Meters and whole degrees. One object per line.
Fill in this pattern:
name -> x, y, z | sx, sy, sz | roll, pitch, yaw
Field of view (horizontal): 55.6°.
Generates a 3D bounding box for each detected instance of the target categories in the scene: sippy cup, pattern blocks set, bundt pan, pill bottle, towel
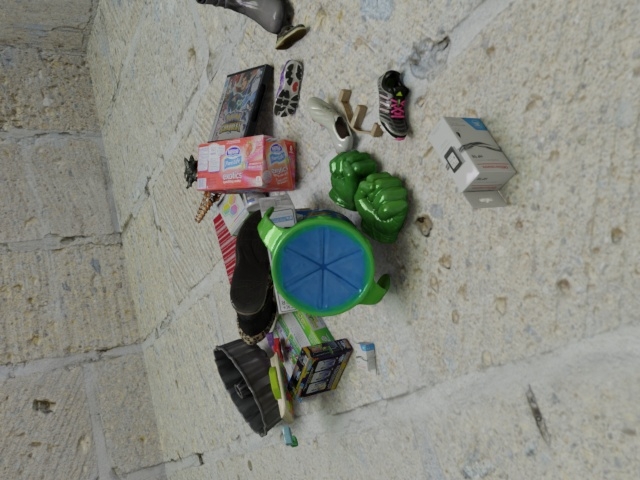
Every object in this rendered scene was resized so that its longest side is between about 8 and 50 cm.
sippy cup -> 0.010, 0.031, 1.447 | 0.224, 0.240, 0.305 | -83, -30, -72
pattern blocks set -> -0.106, 0.418, 1.715 | 0.285, 0.026, 0.324 | 75, -178, -73
bundt pan -> -0.215, 0.463, 1.973 | 0.331, 0.124, 0.330 | 42, 147, 37
pill bottle -> -0.223, -0.171, 1.984 | 0.078, 0.078, 0.137 | -37, 64, 54
towel -> -0.312, 0.005, 2.196 | 0.199, 0.031, 0.274 | -35, 68, 52

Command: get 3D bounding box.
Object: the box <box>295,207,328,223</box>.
box -> 0.000, 0.000, 1.628 | 0.042, 0.109, 0.178 | -20, 79, 60

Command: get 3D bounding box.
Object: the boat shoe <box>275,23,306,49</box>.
boat shoe -> -0.091, -0.589, 1.731 | 0.152, 0.056, 0.049 | -10, 92, 58

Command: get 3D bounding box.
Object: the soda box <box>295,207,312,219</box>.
soda box -> -0.033, -0.005, 1.728 | 0.181, 0.058, 0.061 | 64, 143, 28

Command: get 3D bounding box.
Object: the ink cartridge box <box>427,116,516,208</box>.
ink cartridge box -> 0.294, -0.150, 1.148 | 0.060, 0.104, 0.180 | -55, 50, 44

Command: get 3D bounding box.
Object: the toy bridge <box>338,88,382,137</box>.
toy bridge -> 0.094, -0.307, 1.511 | 0.188, 0.026, 0.063 | 54, 138, 39

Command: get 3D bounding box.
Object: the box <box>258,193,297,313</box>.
box -> -0.099, 0.034, 1.646 | 0.169, 0.087, 0.289 | -117, 17, -70

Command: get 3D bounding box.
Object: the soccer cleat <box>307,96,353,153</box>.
soccer cleat -> 0.031, -0.311, 1.570 | 0.196, 0.068, 0.076 | 59, 153, 23

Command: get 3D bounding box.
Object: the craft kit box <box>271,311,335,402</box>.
craft kit box -> -0.059, 0.312, 1.823 | 0.249, 0.061, 0.246 | 56, 141, 37

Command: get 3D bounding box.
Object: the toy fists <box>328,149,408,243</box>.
toy fists -> 0.108, -0.118, 1.455 | 0.279, 0.096, 0.142 | 49, 132, 45

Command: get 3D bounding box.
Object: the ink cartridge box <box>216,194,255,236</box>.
ink cartridge box -> -0.290, -0.120, 2.081 | 0.109, 0.062, 0.209 | -48, 52, 24

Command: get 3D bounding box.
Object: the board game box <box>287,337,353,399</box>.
board game box -> -0.003, 0.350, 1.657 | 0.048, 0.141, 0.170 | 52, 136, 38

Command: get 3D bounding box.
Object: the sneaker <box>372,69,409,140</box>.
sneaker -> 0.165, -0.309, 1.362 | 0.075, 0.063, 0.170 | 139, 124, -59

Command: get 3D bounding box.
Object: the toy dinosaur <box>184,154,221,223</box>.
toy dinosaur -> -0.374, -0.227, 2.102 | 0.218, 0.322, 0.164 | 11, 148, 53

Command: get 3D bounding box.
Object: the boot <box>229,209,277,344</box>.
boot -> -0.192, 0.117, 1.893 | 0.284, 0.138, 0.377 | 94, -178, -54

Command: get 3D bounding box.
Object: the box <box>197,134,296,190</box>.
box -> -0.228, -0.225, 1.844 | 0.300, 0.142, 0.154 | 0, 88, 41

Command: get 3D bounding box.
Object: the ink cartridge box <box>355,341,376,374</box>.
ink cartridge box -> 0.117, 0.307, 1.568 | 0.048, 0.028, 0.083 | -4, 92, 58

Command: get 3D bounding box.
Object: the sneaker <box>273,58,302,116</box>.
sneaker -> -0.095, -0.443, 1.772 | 0.071, 0.068, 0.169 | -122, 47, -59

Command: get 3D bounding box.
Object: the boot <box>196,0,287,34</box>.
boot -> -0.255, -0.711, 1.813 | 0.338, 0.223, 0.118 | 46, 131, 45

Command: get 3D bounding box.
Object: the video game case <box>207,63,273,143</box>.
video game case -> -0.265, -0.434, 1.968 | 0.275, 0.035, 0.248 | 9, 82, 55
